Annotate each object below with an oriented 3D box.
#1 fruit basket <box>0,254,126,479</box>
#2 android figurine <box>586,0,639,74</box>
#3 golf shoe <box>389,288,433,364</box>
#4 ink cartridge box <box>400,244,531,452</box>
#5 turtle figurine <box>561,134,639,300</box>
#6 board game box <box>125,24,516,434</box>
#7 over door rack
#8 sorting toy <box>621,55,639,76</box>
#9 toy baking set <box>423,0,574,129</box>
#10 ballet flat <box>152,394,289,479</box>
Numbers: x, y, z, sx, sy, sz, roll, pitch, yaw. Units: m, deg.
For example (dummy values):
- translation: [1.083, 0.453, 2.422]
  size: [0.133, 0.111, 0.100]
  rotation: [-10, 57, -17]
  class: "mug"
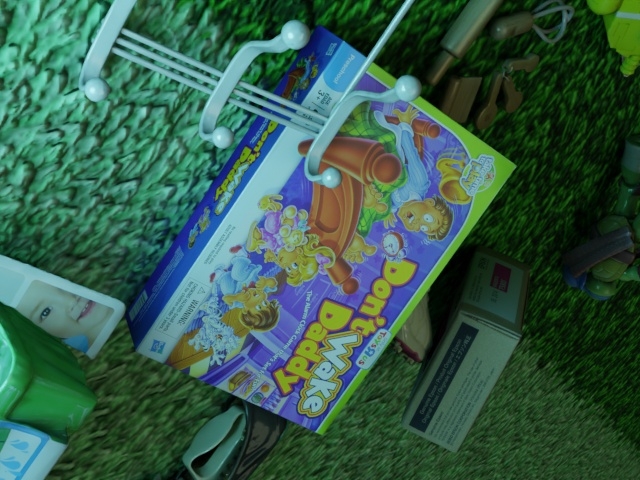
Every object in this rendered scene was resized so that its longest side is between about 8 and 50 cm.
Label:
- translation: [-0.357, 0.129, 0.682]
  size: [0.327, 0.165, 0.353]
  rotation: [-53, 142, 7]
  class: "fruit basket"
- translation: [0.449, -0.304, 1.138]
  size: [0.248, 0.056, 0.273]
  rotation: [6, 141, -6]
  class: "android figurine"
- translation: [0.099, 0.052, 1.150]
  size: [0.140, 0.115, 0.306]
  rotation: [-47, 147, -8]
  class: "golf shoe"
- translation: [0.200, 0.138, 1.269]
  size: [0.235, 0.088, 0.193]
  rotation: [-52, 166, -65]
  class: "ink cartridge box"
- translation: [0.536, -0.020, 1.487]
  size: [0.198, 0.274, 0.266]
  rotation: [-61, 162, -54]
  class: "turtle figurine"
- translation: [0.000, 0.000, 0.937]
  size: [0.233, 0.078, 0.347]
  rotation: [29, 100, -28]
  class: "board game box"
- translation: [-0.012, -0.209, 0.714]
  size: [0.239, 0.108, 0.324]
  rotation: [19, 109, -30]
  class: "over door rack"
- translation: [0.448, -0.271, 1.303]
  size: [0.083, 0.012, 0.062]
  rotation: [-45, 145, -5]
  class: "sorting toy"
- translation: [0.215, -0.236, 1.074]
  size: [0.196, 0.030, 0.256]
  rotation: [15, 112, -56]
  class: "toy baking set"
- translation: [-0.151, 0.294, 1.135]
  size: [0.280, 0.095, 0.096]
  rotation: [-57, 136, -6]
  class: "ballet flat"
